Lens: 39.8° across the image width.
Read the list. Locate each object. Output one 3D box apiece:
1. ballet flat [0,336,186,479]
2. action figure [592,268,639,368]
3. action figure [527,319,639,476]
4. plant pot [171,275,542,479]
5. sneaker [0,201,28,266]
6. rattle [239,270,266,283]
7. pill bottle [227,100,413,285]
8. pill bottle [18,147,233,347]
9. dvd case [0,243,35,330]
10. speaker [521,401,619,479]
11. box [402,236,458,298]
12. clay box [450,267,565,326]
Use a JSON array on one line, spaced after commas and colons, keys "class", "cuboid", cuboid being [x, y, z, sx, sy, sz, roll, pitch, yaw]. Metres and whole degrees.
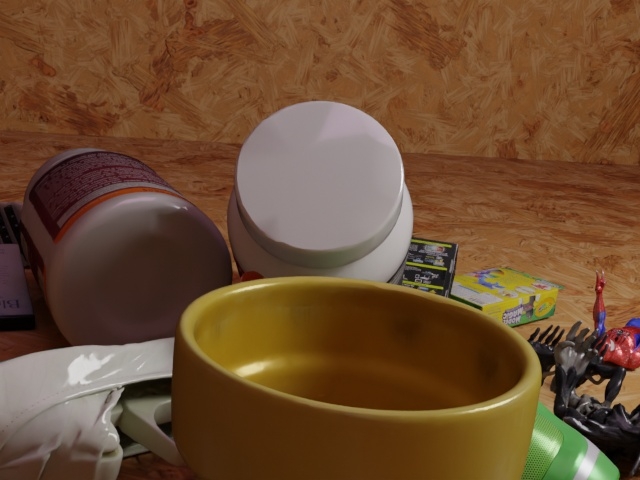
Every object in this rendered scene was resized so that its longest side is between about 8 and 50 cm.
[{"class": "ballet flat", "cuboid": [-0.188, 0.169, 0.841, 0.400, 0.139, 0.139, -7, 20, -44]}, {"class": "action figure", "cuboid": [0.479, 0.105, 1.309, 0.091, 0.139, 0.280, 17, 21, 40]}, {"class": "action figure", "cuboid": [0.329, 0.165, 1.007, 0.164, 0.141, 0.276, 15, 11, -12]}, {"class": "plant pot", "cuboid": [0.013, 0.176, 0.641, 0.253, 0.239, 0.254, 6, 15, -2]}, {"class": "sneaker", "cuboid": [-0.481, -0.016, 1.467, 0.118, 0.110, 0.292, -12, 4, 43]}, {"class": "rattle", "cuboid": [0.014, 0.110, 0.924, 0.142, 0.200, 0.130, -10, 18, 17]}, {"class": "pill bottle", "cuboid": [0.000, 0.000, 1.044, 0.210, 0.210, 0.363, 7, -22, 4]}, {"class": "pill bottle", "cuboid": [-0.284, 0.002, 1.206, 0.224, 0.224, 0.392, -1, 17, -25]}, {"class": "dvd case", "cuboid": [-0.503, 0.061, 1.231, 0.180, 0.022, 0.253, 0, 23, -24]}, {"class": "speaker", "cuboid": [0.107, 0.166, 0.793, 0.296, 0.131, 0.131, 32, 23, 17]}, {"class": "box", "cuboid": [0.058, 0.064, 1.308, 0.270, 0.060, 0.216, 9, 33, 10]}, {"class": "clay box", "cuboid": [0.280, 0.093, 1.419, 0.222, 0.053, 0.127, -6, 19, -40]}]
